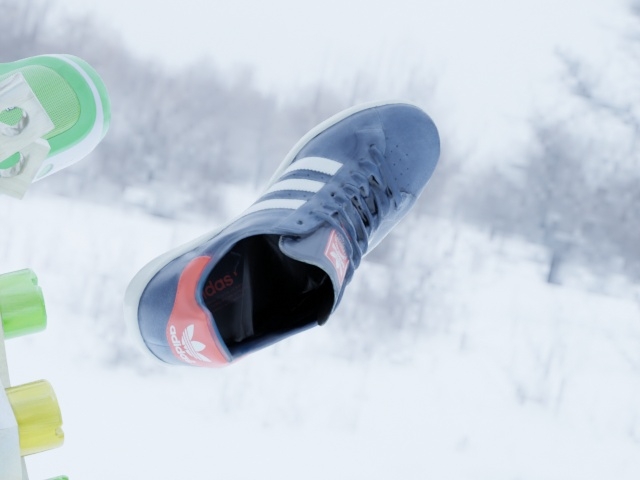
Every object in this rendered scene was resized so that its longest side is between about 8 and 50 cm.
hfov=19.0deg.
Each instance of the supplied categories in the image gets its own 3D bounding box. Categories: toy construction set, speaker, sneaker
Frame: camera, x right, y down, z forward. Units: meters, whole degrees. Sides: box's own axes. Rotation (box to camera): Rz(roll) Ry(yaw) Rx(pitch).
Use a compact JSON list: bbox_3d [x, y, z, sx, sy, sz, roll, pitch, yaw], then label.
[{"bbox_3d":[-0.194,0.044,0.896,0.151,0.215,0.328,-6,32,-5],"label":"toy construction set"},{"bbox_3d":[-0.352,-0.107,1.999,0.131,0.131,0.296,13,26,30],"label":"speaker"},{"bbox_3d":[0.000,0.000,1.659,0.148,0.350,0.131,10,-44,57],"label":"sneaker"}]
